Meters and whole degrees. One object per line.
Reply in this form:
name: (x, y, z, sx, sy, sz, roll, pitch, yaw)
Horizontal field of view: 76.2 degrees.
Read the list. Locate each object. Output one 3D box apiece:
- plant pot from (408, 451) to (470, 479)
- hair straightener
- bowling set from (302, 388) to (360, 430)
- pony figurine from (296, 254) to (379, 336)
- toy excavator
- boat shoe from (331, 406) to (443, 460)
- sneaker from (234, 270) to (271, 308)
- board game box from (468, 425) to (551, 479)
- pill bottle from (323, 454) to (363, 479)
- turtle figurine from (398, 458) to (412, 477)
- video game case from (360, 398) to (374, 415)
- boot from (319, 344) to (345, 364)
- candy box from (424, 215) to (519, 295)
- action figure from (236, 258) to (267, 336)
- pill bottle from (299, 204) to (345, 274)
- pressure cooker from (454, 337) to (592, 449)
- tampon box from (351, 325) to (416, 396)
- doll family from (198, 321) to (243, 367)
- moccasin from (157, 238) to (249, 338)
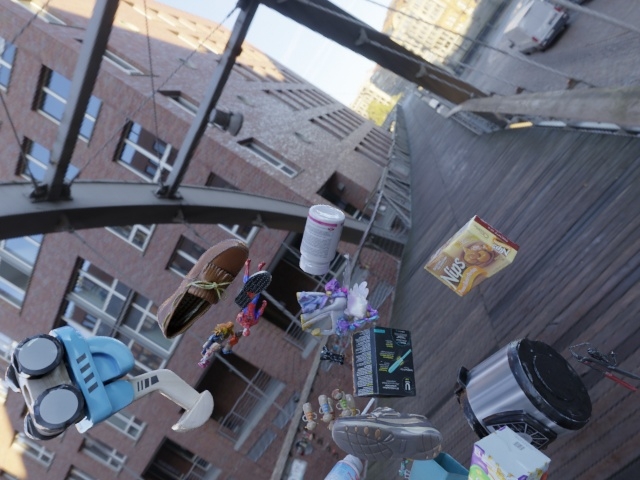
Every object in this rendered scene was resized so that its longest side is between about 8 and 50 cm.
plant pot: (0.432, 0.941, 1.530, 0.166, 0.166, 0.234, 15, 81, 64)
hair straightener: (0.989, 0.424, 1.420, 0.088, 0.231, 0.047, -58, -21, -10)
bowling set: (0.061, 0.821, 1.966, 0.199, 0.288, 0.154, 99, 158, -52)
pony figurine: (0.085, 0.279, 1.827, 0.302, 0.365, 0.350, -106, 8, -55)
toy excavator: (-0.578, 0.417, 1.174, 0.446, 0.432, 0.222, -18, -16, -46)
boat shoe: (0.208, 0.617, 1.315, 0.130, 0.356, 0.132, -101, 22, -76)
sneaker: (-0.195, 0.132, 1.211, 0.161, 0.057, 0.075, -48, 9, 29)
board game box: (0.520, 0.705, 1.158, 0.144, 0.142, 0.274, 29, 124, 55)
pill bottle: (0.067, 0.745, 1.267, 0.160, 0.087, 0.087, -24, -28, -54)
turtle figurine: (0.392, 0.994, 1.889, 0.118, 0.235, 0.175, -12, -64, -71)
video game case: (0.178, 0.641, 1.557, 0.087, 0.011, 0.122, -52, -19, -14)
boot: (0.053, 0.479, 1.709, 0.121, 0.099, 0.045, -38, -44, -81)
candy box: (0.539, 0.066, 1.491, 0.087, 0.183, 0.316, -47, -8, -31)
action figure: (-0.241, 0.199, 1.462, 0.139, 0.092, 0.279, 144, 134, -60)
pill bottle: (0.000, 0.000, 1.809, 0.160, 0.161, 0.282, -60, -14, -64)
pressure cooker: (0.774, 0.637, 1.621, 0.420, 0.376, 0.369, -54, 41, 37)
tampon box: (0.155, 0.309, 1.025, 0.101, 0.121, 0.160, -36, 47, 51)
doll family: (-0.464, 0.449, 1.849, 0.163, 0.118, 0.263, -56, -16, 20)
moccasin: (-0.366, 0.151, 1.278, 0.380, 0.139, 0.147, -42, 37, 2)
